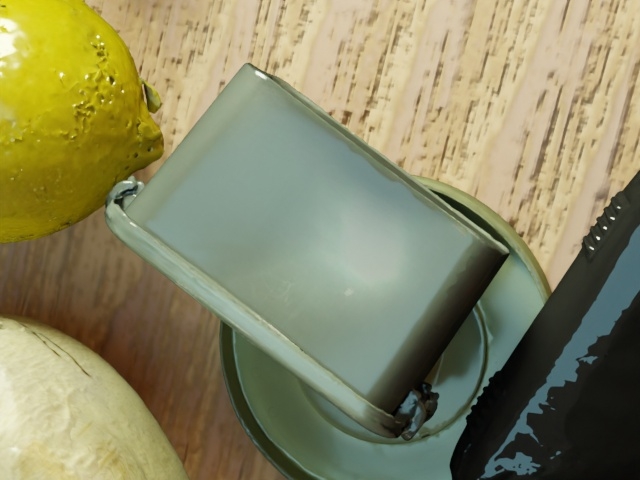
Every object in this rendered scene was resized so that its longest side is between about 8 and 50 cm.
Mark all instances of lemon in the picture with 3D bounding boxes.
[{"bbox_3d":[-0.204,-0.083,1.199,0.206,0.173,0.173,5,102,0],"label":"lemon"}]

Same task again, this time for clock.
[{"bbox_3d":[0.045,0.071,1.232,0.235,0.029,0.235,3,101,15],"label":"clock"}]

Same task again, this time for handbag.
[{"bbox_3d":[0.239,0.100,1.145,0.244,0.088,0.275,29,105,-6],"label":"handbag"}]

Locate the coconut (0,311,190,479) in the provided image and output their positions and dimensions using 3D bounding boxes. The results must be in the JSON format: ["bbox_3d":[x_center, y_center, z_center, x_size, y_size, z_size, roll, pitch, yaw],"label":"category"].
[{"bbox_3d":[-0.254,0.229,1.172,0.346,0.360,0.346,2,99,15],"label":"coconut"}]

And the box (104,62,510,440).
[{"bbox_3d":[0.000,0.000,1.145,0.243,0.163,0.135,37,96,8],"label":"box"}]
